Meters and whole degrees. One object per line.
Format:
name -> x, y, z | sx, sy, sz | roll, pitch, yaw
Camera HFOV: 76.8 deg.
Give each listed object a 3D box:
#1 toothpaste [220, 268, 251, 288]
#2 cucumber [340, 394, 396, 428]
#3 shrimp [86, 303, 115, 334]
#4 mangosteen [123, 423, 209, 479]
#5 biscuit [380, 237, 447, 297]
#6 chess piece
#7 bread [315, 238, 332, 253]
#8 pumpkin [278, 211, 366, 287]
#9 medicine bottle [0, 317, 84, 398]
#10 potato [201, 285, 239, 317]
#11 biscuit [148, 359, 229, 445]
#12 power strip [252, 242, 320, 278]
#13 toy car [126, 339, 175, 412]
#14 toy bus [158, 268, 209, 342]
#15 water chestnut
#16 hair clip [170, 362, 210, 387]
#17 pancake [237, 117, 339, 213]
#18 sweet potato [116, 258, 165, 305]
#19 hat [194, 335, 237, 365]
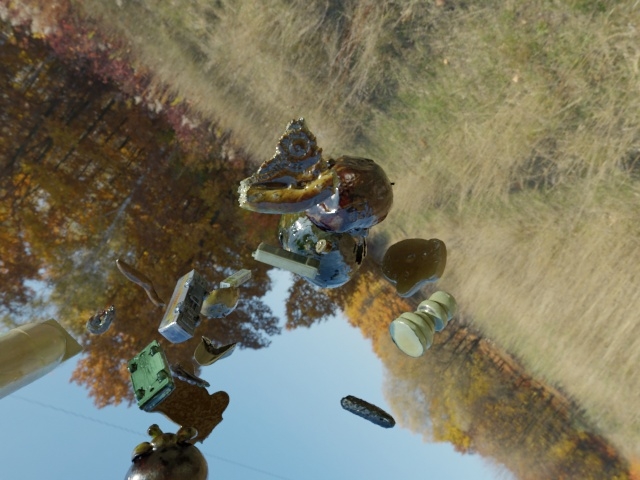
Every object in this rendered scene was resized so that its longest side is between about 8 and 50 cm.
toothpaste -> -0.330, 0.154, 1.577 | 0.046, 0.034, 0.164 | 9, -163, 18
cucumber -> 0.210, 0.730, 1.716 | 0.081, 0.072, 0.303 | 24, 165, -36
shrimp -> -1.049, 0.379, 1.944 | 0.101, 0.190, 0.042 | 36, -170, -26
mangosteen -> -0.592, 0.910, 1.565 | 0.330, 0.330, 0.330 | 37, -179, -1
biscuit -> 0.427, 0.125, 1.872 | 0.057, 0.288, 0.343 | 27, 157, -36
chess piece -> 0.346, 0.252, 1.296 | 0.133, 0.243, 0.133 | 35, 141, 35
bread -> 0.011, 0.020, 1.312 | 0.036, 0.047, 0.083 | 26, -178, 17
pumpkin -> 0.000, 0.000, 1.811 | 0.454, 0.344, 0.454 | 44, 156, 26
medicine bottle -> -1.232, 0.477, 1.675 | 0.235, 0.236, 0.406 | 37, -157, 10
potato -> -0.297, 0.201, 1.275 | 0.172, 0.100, 0.089 | 0, -117, -52
biscuit -> -0.710, 0.875, 2.126 | 0.394, 0.368, 0.076 | 39, 137, 3
power strip -> -0.126, 0.074, 1.537 | 0.272, 0.052, 0.078 | 19, -155, 1
toy car -> -0.622, 0.495, 1.498 | 0.320, 0.141, 0.097 | 28, 154, 55
toy bus -> -0.309, 0.147, 0.923 | 0.064, 0.075, 0.190 | 54, -162, -29
water chestnut -> 0.102, -0.127, 1.448 | 0.335, 0.335, 0.347 | -141, 38, -61
hair clip -> -0.583, 0.608, 1.819 | 0.195, 0.052, 0.124 | 31, 174, -10
pancake -> -0.082, -0.185, 1.021 | 0.265, 0.245, 0.057 | 3, -164, 0
sweet potato -> -0.500, 0.115, 1.131 | 0.179, 0.044, 0.044 | 52, 175, -23
hat -> -0.470, 0.511, 1.779 | 0.166, 0.144, 0.173 | 7, -141, 11
